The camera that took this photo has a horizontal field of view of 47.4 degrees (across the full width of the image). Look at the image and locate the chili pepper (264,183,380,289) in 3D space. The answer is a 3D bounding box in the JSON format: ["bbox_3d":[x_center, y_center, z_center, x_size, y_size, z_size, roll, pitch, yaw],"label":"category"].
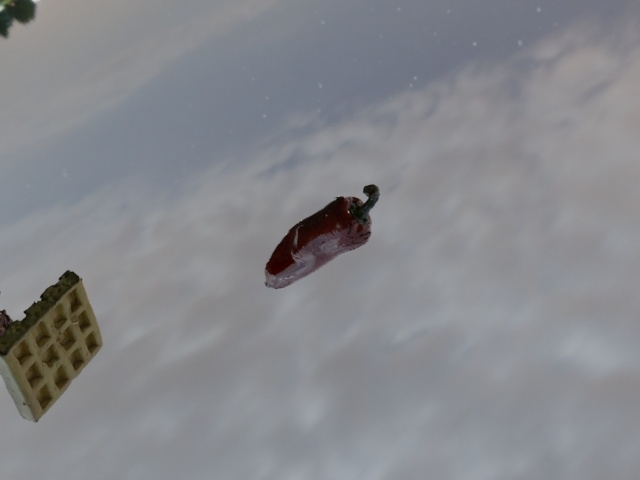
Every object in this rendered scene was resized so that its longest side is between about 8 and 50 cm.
[{"bbox_3d":[0.000,0.000,1.441,0.387,0.110,0.110,-34,-160,38],"label":"chili pepper"}]

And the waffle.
[{"bbox_3d":[-0.558,0.220,1.515,0.055,0.221,0.248,14,-136,20],"label":"waffle"}]

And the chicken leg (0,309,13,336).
[{"bbox_3d":[-0.873,0.288,1.970,0.158,0.407,0.096,-20,148,-48],"label":"chicken leg"}]
